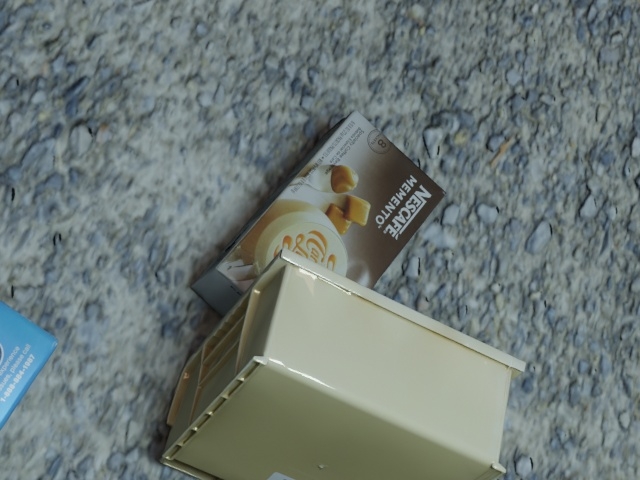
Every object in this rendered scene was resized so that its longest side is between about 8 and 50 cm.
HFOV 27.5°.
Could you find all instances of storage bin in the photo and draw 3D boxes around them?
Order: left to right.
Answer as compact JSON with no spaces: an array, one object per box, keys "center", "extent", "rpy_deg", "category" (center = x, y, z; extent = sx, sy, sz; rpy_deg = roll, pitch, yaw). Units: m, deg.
[{"center":[0.012,0.171,1.269],"extent":[0.262,0.260,0.123],"rpy_deg":[25,50,-15],"category":"storage bin"}]

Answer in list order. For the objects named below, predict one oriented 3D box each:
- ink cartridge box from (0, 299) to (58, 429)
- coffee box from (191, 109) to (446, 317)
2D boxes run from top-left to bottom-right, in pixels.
[{"center":[-0.431,0.104,1.170],"extent":[0.307,0.129,0.223],"rpy_deg":[36,65,-10],"category":"ink cartridge box"},{"center":[0.000,0.000,1.394],"extent":[0.141,0.098,0.246],"rpy_deg":[44,64,-6],"category":"coffee box"}]
